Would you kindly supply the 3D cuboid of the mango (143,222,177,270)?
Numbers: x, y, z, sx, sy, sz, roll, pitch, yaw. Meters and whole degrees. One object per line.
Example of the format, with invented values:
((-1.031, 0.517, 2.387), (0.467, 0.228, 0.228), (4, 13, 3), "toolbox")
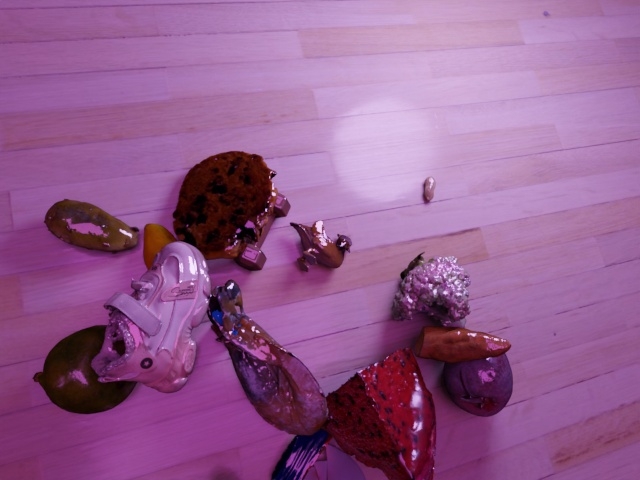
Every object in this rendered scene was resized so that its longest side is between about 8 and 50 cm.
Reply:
((-0.420, 0.033, 1.179), (0.101, 0.066, 0.188), (-19, 75, -19), "mango")

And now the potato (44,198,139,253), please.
((-0.585, -0.032, 1.138), (0.225, 0.090, 0.117), (20, 66, -15), "potato")

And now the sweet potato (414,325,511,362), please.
((0.358, 0.271, 1.148), (0.097, 0.251, 0.097), (14, 73, -56), "sweet potato")

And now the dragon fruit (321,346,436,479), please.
((0.143, 0.444, 1.076), (0.302, 0.240, 0.330), (-34, 48, 9), "dragon fruit")

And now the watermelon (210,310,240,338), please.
((-0.244, 0.227, 1.182), (0.084, 0.072, 0.092), (-32, 124, -30), "watermelon")

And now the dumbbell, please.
((-0.164, -0.027, 1.243), (0.092, 0.082, 0.231), (24, 72, -6), "dumbbell")

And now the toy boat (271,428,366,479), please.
((0.033, 0.606, 1.146), (0.318, 0.072, 0.219), (13, 77, -14), "toy boat")

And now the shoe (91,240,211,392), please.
((-0.378, 0.162, 1.003), (0.198, 0.171, 0.351), (21, 65, -46), "shoe")

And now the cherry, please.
((0.438, 0.374, 1.229), (0.183, 0.213, 0.266), (10, 44, 24), "cherry")

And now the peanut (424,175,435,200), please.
((0.352, -0.168, 1.430), (0.037, 0.037, 0.083), (15, 78, -10), "peanut")

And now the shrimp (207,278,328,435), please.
((-0.136, 0.301, 1.089), (0.446, 0.221, 0.110), (57, 35, -7), "shrimp")

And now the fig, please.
((-0.564, 0.317, 1.042), (0.235, 0.203, 0.203), (-24, 81, 22), "fig")

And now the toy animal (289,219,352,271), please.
((0.000, 0.000, 1.283), (0.179, 0.089, 0.188), (-38, 87, -36), "toy animal")

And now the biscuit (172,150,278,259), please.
((-0.255, -0.096, 1.206), (0.289, 0.081, 0.334), (8, 67, 16), "biscuit")

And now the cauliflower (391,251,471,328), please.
((0.350, 0.178, 1.277), (0.315, 0.239, 0.256), (56, 44, -14), "cauliflower")
